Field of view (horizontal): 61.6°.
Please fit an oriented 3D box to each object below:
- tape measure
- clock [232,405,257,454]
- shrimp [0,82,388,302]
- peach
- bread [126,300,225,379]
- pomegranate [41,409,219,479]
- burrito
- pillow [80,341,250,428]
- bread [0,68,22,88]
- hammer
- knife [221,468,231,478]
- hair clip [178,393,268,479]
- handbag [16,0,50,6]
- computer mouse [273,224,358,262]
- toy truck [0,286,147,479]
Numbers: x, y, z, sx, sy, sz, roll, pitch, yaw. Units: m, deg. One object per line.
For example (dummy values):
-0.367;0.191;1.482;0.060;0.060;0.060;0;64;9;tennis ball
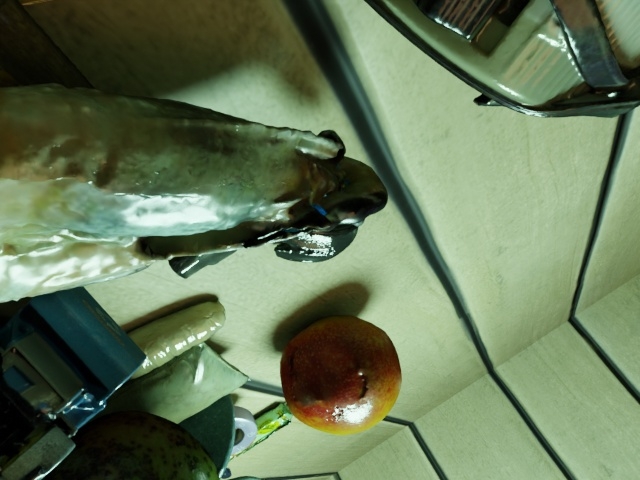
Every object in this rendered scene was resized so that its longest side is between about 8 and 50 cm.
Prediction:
0.122;-0.183;0.385;0.271;0.231;0.133;-3;142;-42;tape measure
-0.236;0.386;1.076;0.198;0.064;0.172;-33;132;-1;clock
-0.127;-0.024;0.432;0.445;0.110;0.221;-7;149;-33;shrimp
0.037;0.246;0.992;0.231;0.231;0.231;-24;150;-15;peach
-0.227;0.147;0.737;0.214;0.053;0.073;-24;154;-16;bread
-0.295;0.377;0.722;0.340;0.285;0.285;-24;161;38;pomegranate
-0.191;0.468;1.261;0.288;0.054;0.104;-32;151;0;burrito
-0.275;0.264;0.843;0.302;0.075;0.185;-30;147;0;pillow
-0.252;-0.084;0.386;0.110;0.024;0.110;-25;150;-16;bread
-0.155;-0.064;0.473;0.111;0.043;0.365;-31;154;-1;hammer
-0.266;0.638;1.488;0.031;0.018;0.121;-15;147;-15;knife
-0.227;0.507;0.911;0.318;0.392;0.238;-24;136;-6;hair clip
-0.174;-0.182;0.312;0.061;0.027;0.083;-22;153;-21;handbag
0.000;0.000;0.738;0.135;0.047;0.079;-10;143;-31;computer mouse
-0.341;0.192;0.548;0.367;0.146;0.175;-38;-176;14;toy truck
